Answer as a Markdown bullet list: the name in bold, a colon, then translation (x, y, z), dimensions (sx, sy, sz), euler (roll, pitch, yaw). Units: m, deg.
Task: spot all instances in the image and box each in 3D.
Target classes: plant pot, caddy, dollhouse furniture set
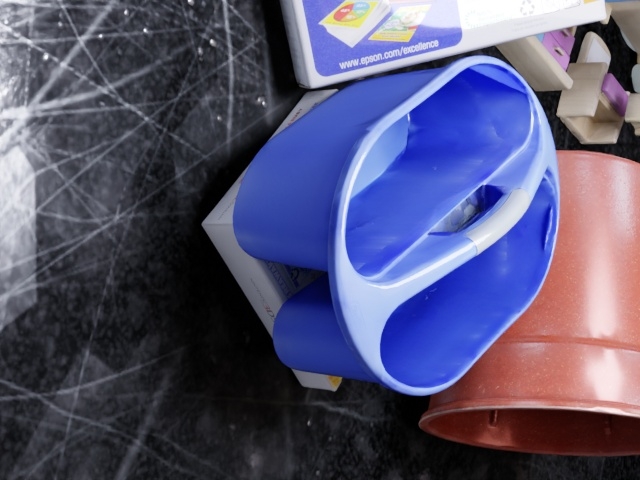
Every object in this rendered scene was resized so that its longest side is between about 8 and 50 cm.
- **plant pot**: translation (0.242, 0.064, 1.481), dimensions (0.272, 0.272, 0.265), euler (23, 66, -48)
- **caddy**: translation (0.088, -0.017, 1.268), dimensions (0.341, 0.179, 0.241), euler (-40, 121, -42)
- **dollhouse furniture set**: translation (0.374, -0.259, 1.578), dimensions (0.286, 0.303, 0.198), euler (39, 63, -43)

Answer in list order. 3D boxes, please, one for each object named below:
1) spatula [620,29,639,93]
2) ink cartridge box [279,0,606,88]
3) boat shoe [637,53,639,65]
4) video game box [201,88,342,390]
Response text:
- **spatula**: translation (0.408, -0.214, 1.692), dimensions (0.019, 0.242, 0.168), euler (-25, 117, -13)
- **ink cartridge box**: translation (0.094, -0.318, 1.319), dimensions (0.304, 0.072, 0.307), euler (-14, 104, -14)
- **boat shoe**: translation (0.445, -0.231, 1.857), dimensions (0.170, 0.063, 0.059), euler (5, 96, -47)
- **video game box**: translation (0.000, 0.000, 1.337), dimensions (0.187, 0.048, 0.205), euler (-55, 129, -36)
